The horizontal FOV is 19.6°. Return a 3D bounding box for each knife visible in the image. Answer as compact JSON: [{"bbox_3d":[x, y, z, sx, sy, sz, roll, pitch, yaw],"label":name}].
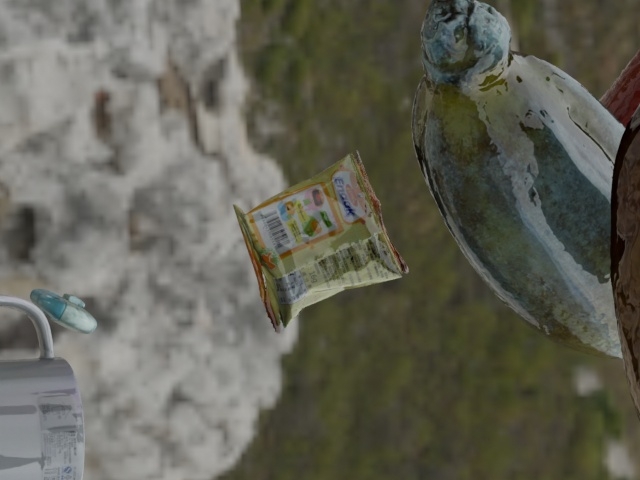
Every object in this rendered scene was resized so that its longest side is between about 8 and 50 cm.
[{"bbox_3d":[-0.259,0.066,1.852,0.031,0.064,0.222,-64,-166,-4],"label":"knife"}]

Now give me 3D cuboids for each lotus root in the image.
[{"bbox_3d":[0.144,-0.040,1.310,0.322,0.140,0.158,46,37,-31],"label":"lotus root"}]

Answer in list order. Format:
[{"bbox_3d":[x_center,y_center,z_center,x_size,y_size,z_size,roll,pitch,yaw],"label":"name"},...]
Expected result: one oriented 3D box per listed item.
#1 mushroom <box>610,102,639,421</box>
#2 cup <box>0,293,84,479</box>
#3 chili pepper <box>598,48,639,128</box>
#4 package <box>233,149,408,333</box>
[{"bbox_3d":[0.324,0.016,1.092,0.259,0.346,0.345,20,69,-70],"label":"mushroom"},{"bbox_3d":[-0.275,0.144,1.504,0.134,0.142,0.173,-132,-131,-58],"label":"cup"},{"bbox_3d":[0.361,-0.166,1.642,0.338,0.134,0.131,-50,170,11],"label":"chili pepper"},{"bbox_3d":[-0.002,0.001,1.450,0.108,0.121,0.031,68,-11,-9],"label":"package"}]
